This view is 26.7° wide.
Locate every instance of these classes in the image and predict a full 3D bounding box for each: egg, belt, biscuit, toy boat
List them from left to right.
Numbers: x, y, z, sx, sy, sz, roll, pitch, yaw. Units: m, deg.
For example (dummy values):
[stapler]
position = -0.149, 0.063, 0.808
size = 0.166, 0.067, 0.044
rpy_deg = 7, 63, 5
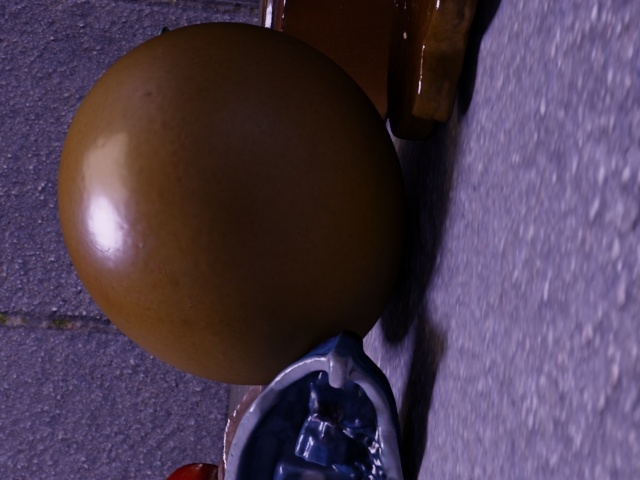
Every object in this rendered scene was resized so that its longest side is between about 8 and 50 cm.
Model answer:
[egg]
position = -0.059, -0.018, 1.009
size = 0.322, 0.250, 0.250
rpy_deg = 65, -156, -59
[toy boat]
position = -0.009, 0.194, 0.943
size = 0.142, 0.129, 0.309
rpy_deg = -69, -8, -56
[belt]
position = 0.017, -0.247, 1.176
size = 0.217, 0.122, 0.339
rpy_deg = -95, 10, -50
[biscuit]
position = 0.075, -0.155, 0.904
size = 0.236, 0.039, 0.180
rpy_deg = 112, 160, -71

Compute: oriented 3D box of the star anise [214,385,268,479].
[star anise]
position = -0.059, 0.297, 1.432
size = 0.292, 0.109, 0.350
rpy_deg = -114, 32, -74

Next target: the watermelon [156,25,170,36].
[watermelon]
position = -0.080, -0.058, 1.300
size = 0.148, 0.318, 0.226
rpy_deg = -51, -24, 22

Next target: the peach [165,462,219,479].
[peach]
position = -0.137, 0.398, 1.690
size = 0.196, 0.190, 0.226
rpy_deg = 147, 136, -65
